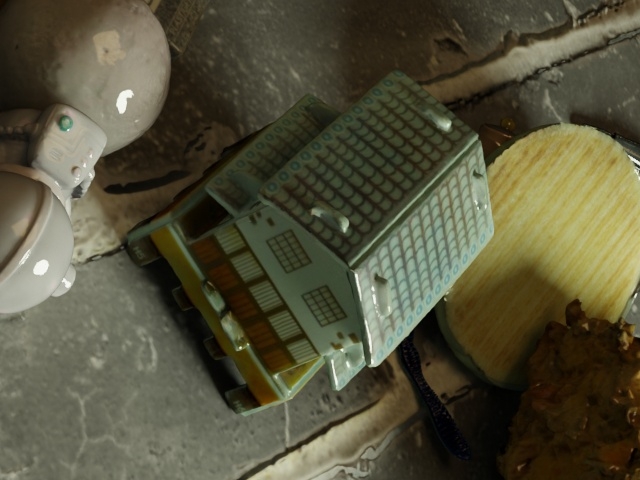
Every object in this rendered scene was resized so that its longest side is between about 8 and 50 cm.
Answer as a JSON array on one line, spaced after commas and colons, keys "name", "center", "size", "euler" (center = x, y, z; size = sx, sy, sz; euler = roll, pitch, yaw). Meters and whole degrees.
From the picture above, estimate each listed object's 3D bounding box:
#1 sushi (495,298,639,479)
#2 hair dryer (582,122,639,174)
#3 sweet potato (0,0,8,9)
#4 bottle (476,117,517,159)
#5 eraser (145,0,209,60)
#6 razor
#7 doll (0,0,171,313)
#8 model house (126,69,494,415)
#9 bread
[{"name": "sushi", "center": [0.256, 0.237, 1.665], "size": [0.207, 0.234, 0.348], "euler": [40, 24, -23]}, {"name": "hair dryer", "center": [0.352, -0.054, 2.045], "size": [0.219, 0.075, 0.195], "euler": [33, 59, -20]}, {"name": "sweet potato", "center": [-0.248, -0.189, 1.473], "size": [0.026, 0.026, 0.115], "euler": [43, 44, -25]}, {"name": "bottle", "center": [0.204, -0.050, 1.832], "size": [0.209, 0.097, 0.110], "euler": [19, 96, -42]}, {"name": "eraser", "center": [-0.185, -0.243, 1.549], "size": [0.212, 0.046, 0.092], "euler": [44, 45, -24]}, {"name": "razor", "center": [0.096, 0.127, 1.690], "size": [0.044, 0.028, 0.155], "euler": [-22, 88, -42]}, {"name": "doll", "center": [-0.203, -0.065, 1.377], "size": [0.151, 0.151, 0.287], "euler": [39, 51, -29]}, {"name": "model house", "center": [0.000, 0.000, 1.505], "size": [0.198, 0.215, 0.224], "euler": [57, 41, -8]}, {"name": "bread", "center": [0.206, 0.014, 1.766], "size": [0.267, 0.040, 0.267], "euler": [-13, 114, -33]}]
